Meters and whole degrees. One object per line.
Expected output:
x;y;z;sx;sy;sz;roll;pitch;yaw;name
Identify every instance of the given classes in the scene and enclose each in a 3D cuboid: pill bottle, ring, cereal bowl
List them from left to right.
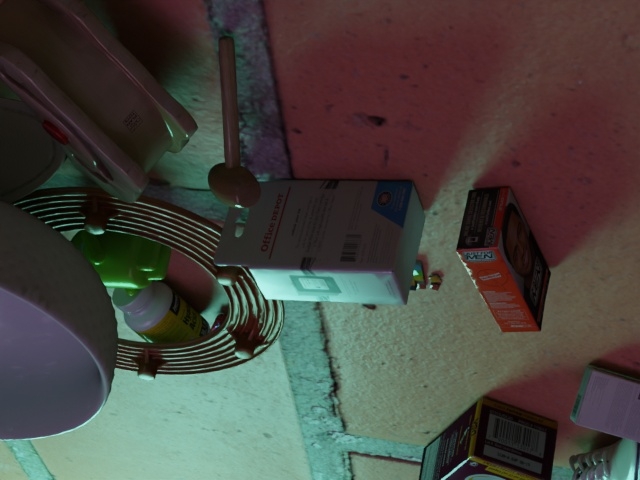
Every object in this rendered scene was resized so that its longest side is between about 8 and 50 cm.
-0.349;0.052;1.236;0.339;0.141;0.339;6;146;4;cereal bowl
-0.204;0.059;1.360;0.336;0.032;0.336;6;145;4;ring
-0.182;0.086;1.488;0.065;0.065;0.116;-10;141;34;pill bottle

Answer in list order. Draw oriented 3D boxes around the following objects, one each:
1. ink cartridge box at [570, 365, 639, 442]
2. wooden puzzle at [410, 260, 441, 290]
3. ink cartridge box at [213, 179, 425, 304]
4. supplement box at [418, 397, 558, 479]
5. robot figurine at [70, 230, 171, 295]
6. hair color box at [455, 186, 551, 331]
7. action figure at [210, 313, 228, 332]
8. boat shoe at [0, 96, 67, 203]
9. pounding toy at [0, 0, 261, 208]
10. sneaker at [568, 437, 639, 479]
0.336;0.183;1.421;0.115;0.063;0.029;17;-176;-3;ink cartridge box
0.083;0.035;1.355;0.083;0.006;0.049;6;146;15;wooden puzzle
0.000;0.000;1.246;0.180;0.104;0.060;2;146;21;ink cartridge box
0.200;0.274;1.601;0.104;0.081;0.188;20;148;-8;supplement box
-0.219;0.017;1.396;0.115;0.067;0.101;2;159;19;robot figurine
0.174;0.020;1.234;0.043;0.072;0.141;-3;144;28;hair color box
-0.113;0.115;1.540;0.038;0.030;0.115;21;146;1;action figure
-0.365;-0.084;1.286;0.302;0.091;0.114;-4;101;22;boat shoe
-0.166;-0.134;1.144;0.269;0.155;0.154;46;166;-26;pounding toy
0.339;0.282;1.543;0.091;0.094;0.258;8;148;3;sneaker
